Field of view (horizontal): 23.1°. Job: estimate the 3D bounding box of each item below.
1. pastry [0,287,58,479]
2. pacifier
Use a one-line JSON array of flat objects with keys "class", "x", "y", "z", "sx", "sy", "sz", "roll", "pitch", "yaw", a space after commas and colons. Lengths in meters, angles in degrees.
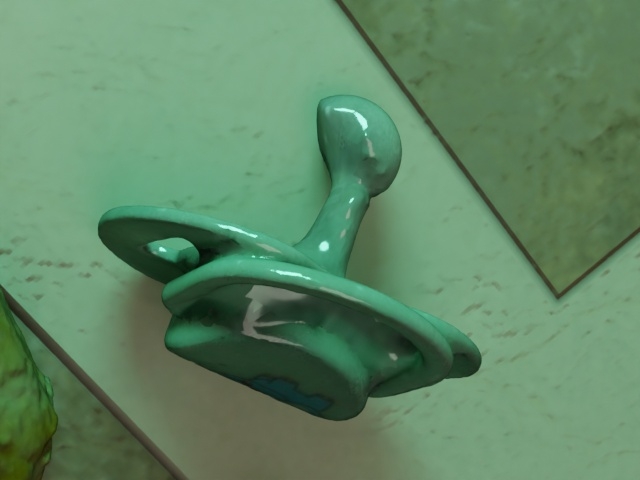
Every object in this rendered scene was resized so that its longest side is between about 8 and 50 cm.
[{"class": "pastry", "x": -0.188, "y": 0.074, "z": 0.534, "sx": 0.192, "sy": 0.093, "sz": 0.182, "roll": 9, "pitch": 104, "yaw": -20}, {"class": "pacifier", "x": 0.000, "y": 0.000, "z": 0.567, "sx": 0.150, "sy": 0.127, "sz": 0.117, "roll": 26, "pitch": 76, "yaw": -17}]
